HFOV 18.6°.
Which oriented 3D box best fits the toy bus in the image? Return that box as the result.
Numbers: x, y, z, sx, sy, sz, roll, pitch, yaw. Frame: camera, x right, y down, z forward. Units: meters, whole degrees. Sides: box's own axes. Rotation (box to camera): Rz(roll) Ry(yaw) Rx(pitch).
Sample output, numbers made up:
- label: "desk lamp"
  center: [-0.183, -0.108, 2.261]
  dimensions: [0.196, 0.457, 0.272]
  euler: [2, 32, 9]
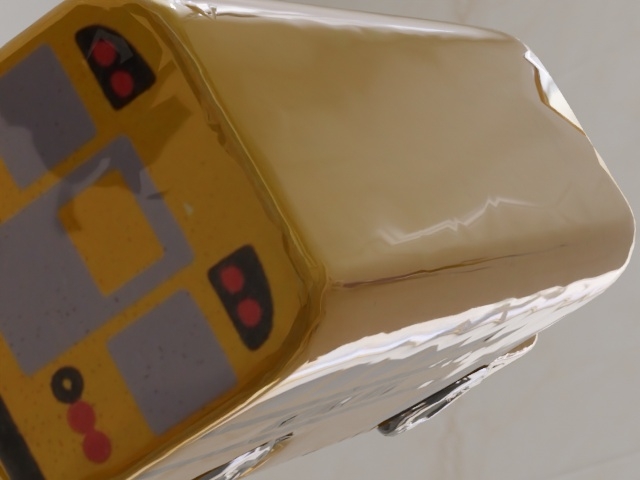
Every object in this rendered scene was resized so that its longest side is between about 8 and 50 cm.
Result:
- label: "toy bus"
  center: [0.000, 0.000, 0.602]
  dimensions: [0.108, 0.130, 0.333]
  euler: [59, -157, 10]
